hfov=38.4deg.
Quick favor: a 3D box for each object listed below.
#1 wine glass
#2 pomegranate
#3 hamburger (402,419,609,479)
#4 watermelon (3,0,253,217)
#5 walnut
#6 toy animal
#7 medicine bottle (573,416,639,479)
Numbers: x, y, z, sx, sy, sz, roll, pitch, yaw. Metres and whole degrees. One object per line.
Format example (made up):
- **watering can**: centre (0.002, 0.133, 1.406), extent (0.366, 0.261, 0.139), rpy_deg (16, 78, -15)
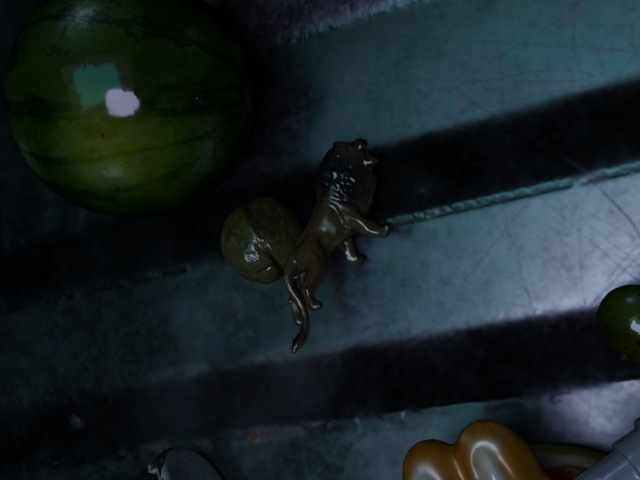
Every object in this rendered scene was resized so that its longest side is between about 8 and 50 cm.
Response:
- **wine glass**: centre (-0.191, 0.316, 0.975), extent (0.204, 0.111, 0.111), rpy_deg (-45, 73, 16)
- **pomegranate**: centre (0.276, 0.064, 0.797), extent (0.073, 0.073, 0.084), rpy_deg (-12, 48, 23)
- **hamburger**: centre (0.187, 0.292, 0.769), extent (0.261, 0.186, 0.302), rpy_deg (-16, 81, 22)
- **watermelon**: centre (-0.186, -0.141, 0.905), extent (0.242, 0.242, 0.242), rpy_deg (0, 90, 24)
- **walnut**: centre (-0.059, 0.000, 0.933), extent (0.092, 0.092, 0.092), rpy_deg (0, 90, 24)
- **toy animal**: centre (0.015, 0.009, 0.896), extent (0.086, 0.069, 0.219), rpy_deg (20, 74, -5)
- **medicine bottle**: centre (0.345, 0.096, 0.682), extent (0.352, 0.110, 0.110), rpy_deg (-36, 75, 0)
